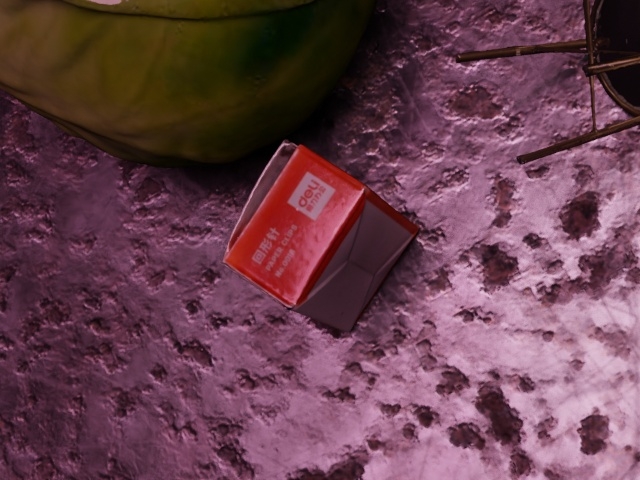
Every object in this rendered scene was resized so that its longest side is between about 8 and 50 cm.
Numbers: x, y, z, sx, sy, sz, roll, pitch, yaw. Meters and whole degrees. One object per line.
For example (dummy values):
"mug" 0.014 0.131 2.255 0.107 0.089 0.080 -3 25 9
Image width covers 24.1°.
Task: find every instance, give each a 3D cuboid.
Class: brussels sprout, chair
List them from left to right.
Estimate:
"brussels sprout" -0.124 -0.265 1.411 0.361 0.342 0.425 37 102 28
"chair" 0.305 -0.188 1.372 0.325 0.170 0.160 -15 62 -32

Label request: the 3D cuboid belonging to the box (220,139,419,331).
"box" 0.000 0.000 1.400 0.099 0.182 0.133 32 92 22
